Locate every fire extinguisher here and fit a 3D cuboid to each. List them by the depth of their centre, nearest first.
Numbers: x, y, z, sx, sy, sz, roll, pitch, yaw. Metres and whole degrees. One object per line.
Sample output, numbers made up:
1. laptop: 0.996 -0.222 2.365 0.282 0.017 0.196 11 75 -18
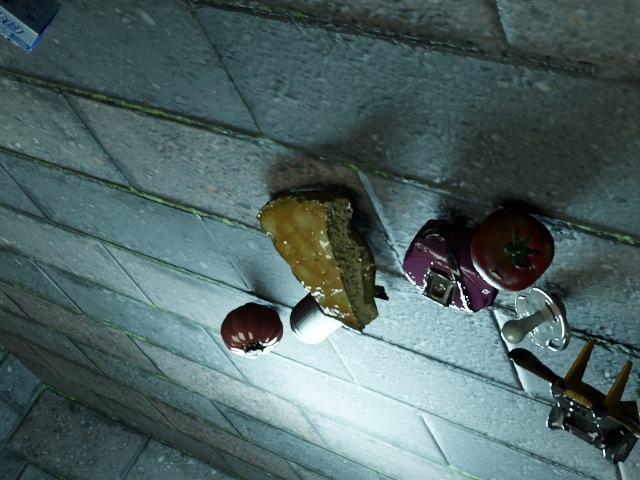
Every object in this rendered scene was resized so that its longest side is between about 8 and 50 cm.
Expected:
1. fire extinguisher: 0.027 0.094 1.590 0.099 0.071 0.231 7 162 -15

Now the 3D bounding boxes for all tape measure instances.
1. tape measure: 0.155 0.028 1.258 0.118 0.074 0.125 26 156 16

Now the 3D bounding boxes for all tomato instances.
1. tomato: 0.200 0.010 1.154 0.087 0.087 0.075 33 -178 -3

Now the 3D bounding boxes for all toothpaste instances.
1. toothpaste: -0.437 -0.333 1.291 0.272 0.053 0.066 38 157 -15

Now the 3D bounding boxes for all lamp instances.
1. lamp: -0.115 0.151 1.850 0.107 0.092 0.107 -5 149 -3

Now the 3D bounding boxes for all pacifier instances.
1. pacifier: 0.248 0.101 1.282 0.082 0.078 0.099 63 159 11

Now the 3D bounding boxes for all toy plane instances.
1. toy plane: 0.350 0.219 1.329 0.204 0.103 0.316 30 171 33

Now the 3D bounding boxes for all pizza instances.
1. pizza: 0.006 0.008 1.425 0.204 0.080 0.188 17 132 55

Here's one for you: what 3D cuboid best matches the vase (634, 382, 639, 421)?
1. vase: 0.446 0.133 1.010 0.165 0.165 0.360 34 155 -6
